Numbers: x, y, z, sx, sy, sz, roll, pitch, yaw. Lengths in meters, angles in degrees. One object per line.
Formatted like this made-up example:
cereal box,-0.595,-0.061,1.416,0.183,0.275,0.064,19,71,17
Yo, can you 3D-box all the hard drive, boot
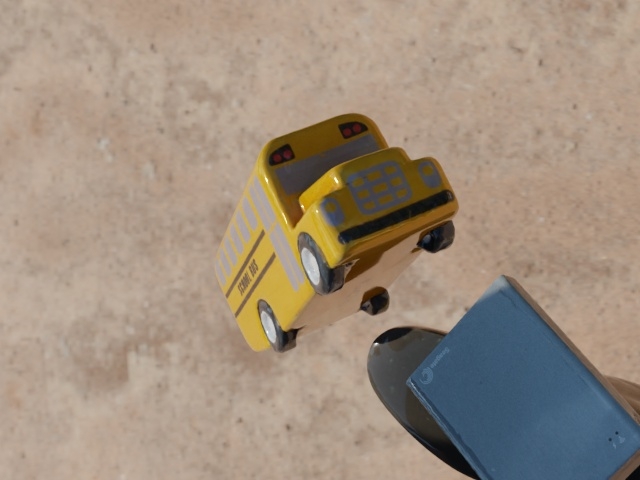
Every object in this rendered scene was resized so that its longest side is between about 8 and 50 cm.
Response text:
hard drive,0.121,0.099,0.724,0.094,0.022,0.135,-51,55,18
boot,0.188,0.147,1.055,0.305,0.115,0.112,23,117,9

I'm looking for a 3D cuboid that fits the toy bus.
toy bus,0.000,0.000,1.002,0.130,0.108,0.333,65,161,12
